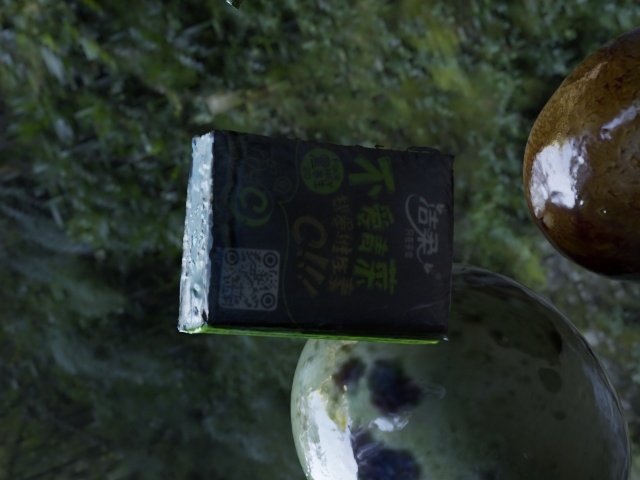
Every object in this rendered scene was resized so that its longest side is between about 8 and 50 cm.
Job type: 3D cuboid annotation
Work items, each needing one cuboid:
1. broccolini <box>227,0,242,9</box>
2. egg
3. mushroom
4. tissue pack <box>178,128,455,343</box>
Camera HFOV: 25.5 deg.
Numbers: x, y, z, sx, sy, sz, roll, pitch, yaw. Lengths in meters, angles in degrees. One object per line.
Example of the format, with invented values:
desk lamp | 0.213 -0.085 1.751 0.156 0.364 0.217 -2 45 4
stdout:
broccolini | -0.035 -0.225 0.979 0.035 0.140 0.030 38 -158 10
egg | 0.164 0.215 1.603 0.428 0.345 0.345 39 -165 -30
mushroom | 0.395 -0.094 1.491 0.239 0.345 0.345 44 165 37
tissue pack | 0.000 0.000 1.222 0.073 0.236 0.173 173 99 -65
